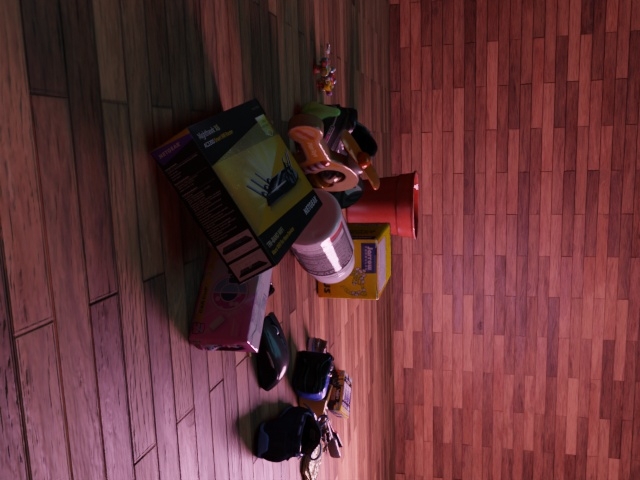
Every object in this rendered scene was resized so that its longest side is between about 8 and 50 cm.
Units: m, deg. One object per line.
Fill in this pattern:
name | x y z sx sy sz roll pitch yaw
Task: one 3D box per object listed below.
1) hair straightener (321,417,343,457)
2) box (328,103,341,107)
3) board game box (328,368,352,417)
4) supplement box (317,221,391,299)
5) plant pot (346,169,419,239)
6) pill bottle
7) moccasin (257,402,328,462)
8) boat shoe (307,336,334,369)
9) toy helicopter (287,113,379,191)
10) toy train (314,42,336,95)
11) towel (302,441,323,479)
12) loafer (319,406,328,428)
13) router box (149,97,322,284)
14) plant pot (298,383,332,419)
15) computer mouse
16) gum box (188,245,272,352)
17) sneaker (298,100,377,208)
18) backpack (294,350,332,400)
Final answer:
hair straightener | 0.032 0.649 1.897 0.089 0.047 0.231 -74 159 -48
box | 0.037 -0.388 1.858 0.052 0.062 0.084 41 52 -70
board game box | 0.072 0.546 2.053 0.170 0.048 0.141 63 32 -62
supplement box | 0.122 0.058 1.940 0.356 0.195 0.194 -36 125 -74
plant pot | 0.248 -0.139 2.292 0.272 0.264 0.273 0 90 -77
pill bottle | 0.000 0.000 1.521 0.283 0.161 0.161 65 29 -60
moccasin | -0.051 0.489 1.419 0.342 0.116 0.138 17 74 -75
boat shoe | 0.005 0.369 1.742 0.066 0.066 0.183 -73 158 -49
toy helicopter | 0.015 -0.204 1.425 0.355 0.234 0.140 55 38 -66
toy train | 0.014 -0.527 1.807 0.166 0.046 0.125 69 24 -63
towel | -0.023 0.649 1.721 0.148 0.027 0.110 -70 155 -50
loafer | -0.004 0.519 1.749 0.148 0.056 0.050 89 9 -49
router box | -0.123 -0.100 0.991 0.243 0.081 0.309 57 23 -12
plant pot | -0.016 0.458 1.644 0.081 0.081 0.083 -55 153 -66
computer mouse | -0.115 0.231 1.275 0.184 0.060 0.262 -47 136 -71
gum box | -0.154 0.106 1.019 0.062 0.107 0.189 66 28 -58
sneaker | 0.074 -0.230 1.725 0.483 0.202 0.186 57 36 -65
backpack | -0.017 0.379 1.594 0.101 0.097 0.120 78 17 -51
